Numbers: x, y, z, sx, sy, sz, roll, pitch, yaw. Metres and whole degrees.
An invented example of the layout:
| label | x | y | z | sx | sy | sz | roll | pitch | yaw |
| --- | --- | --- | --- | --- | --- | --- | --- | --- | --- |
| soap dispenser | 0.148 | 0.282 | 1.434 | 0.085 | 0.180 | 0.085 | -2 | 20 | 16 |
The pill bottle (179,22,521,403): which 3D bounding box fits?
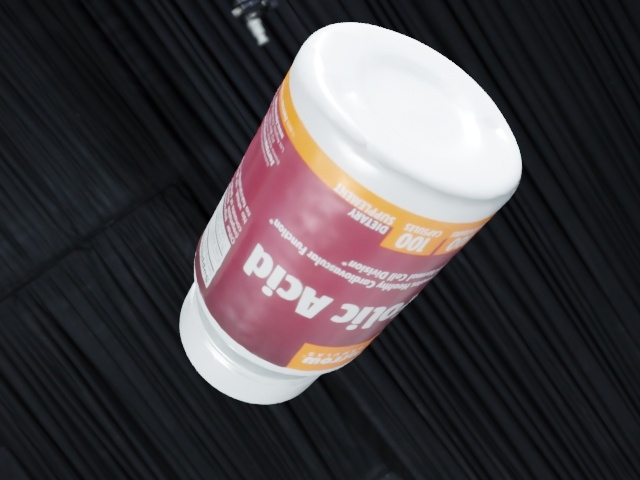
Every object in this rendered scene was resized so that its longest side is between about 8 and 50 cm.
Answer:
| label | x | y | z | sx | sy | sz | roll | pitch | yaw |
| --- | --- | --- | --- | --- | --- | --- | --- | --- | --- |
| pill bottle | 0.000 | 0.000 | 0.689 | 0.224 | 0.224 | 0.392 | -45 | -7 | -48 |
